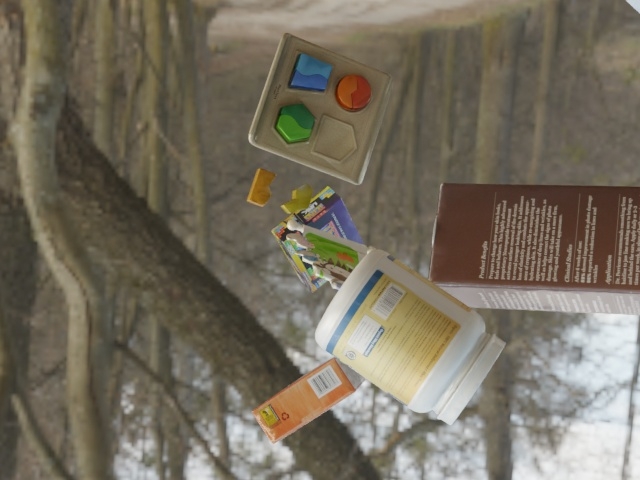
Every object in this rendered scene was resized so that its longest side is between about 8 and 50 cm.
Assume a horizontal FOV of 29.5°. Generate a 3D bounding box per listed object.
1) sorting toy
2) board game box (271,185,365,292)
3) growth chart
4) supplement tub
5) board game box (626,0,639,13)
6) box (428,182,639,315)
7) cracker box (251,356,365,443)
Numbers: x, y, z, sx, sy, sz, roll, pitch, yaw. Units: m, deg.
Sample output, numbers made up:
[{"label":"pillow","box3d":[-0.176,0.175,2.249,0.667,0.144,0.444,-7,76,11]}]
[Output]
[{"label":"sorting toy","box3d":[-0.008,-0.188,2.138,0.229,0.307,0.041,21,170,-18]},{"label":"board game box","box3d":[0.000,0.000,2.326,0.048,0.141,0.170,46,170,41]},{"label":"growth chart","box3d":[0.046,0.045,1.754,0.172,0.021,0.237,16,-158,-28]},{"label":"supplement tub","box3d":[0.110,0.119,1.487,0.200,0.144,0.144,34,-167,8]},{"label":"board game box","box3d":[0.599,-0.524,2.164,0.066,0.318,0.319,-20,148,37]},{"label":"box","box3d":[0.387,0.016,2.059,0.381,0.191,0.143,3,160,19]},{"label":"cracker box","box3d":[-0.015,0.250,1.973,0.156,0.067,0.232,-33,174,3]}]
